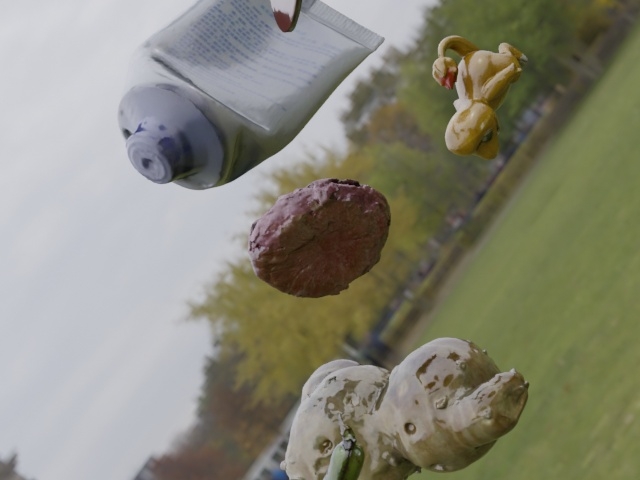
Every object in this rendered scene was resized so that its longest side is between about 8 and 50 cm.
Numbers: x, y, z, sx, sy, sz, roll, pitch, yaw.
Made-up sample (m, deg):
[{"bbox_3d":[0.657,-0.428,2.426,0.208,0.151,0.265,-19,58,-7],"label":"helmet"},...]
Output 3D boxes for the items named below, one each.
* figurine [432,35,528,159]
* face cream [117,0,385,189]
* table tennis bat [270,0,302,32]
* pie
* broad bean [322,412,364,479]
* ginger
[{"bbox_3d":[0.188,-0.186,1.938,0.121,0.122,0.176,-30,37,45],"label":"figurine"},{"bbox_3d":[-0.102,-0.209,1.860,0.420,0.234,0.137,-53,-8,-44],"label":"face cream"},{"bbox_3d":[-0.029,-0.329,1.583,0.247,0.022,0.138,101,159,-47],"label":"table tennis bat"},{"bbox_3d":[0.000,0.000,1.531,0.153,0.153,0.038,-57,33,36],"label":"pie"},{"bbox_3d":[0.008,0.254,1.522,0.227,0.039,0.069,110,164,-52],"label":"broad bean"},{"bbox_3d":[0.105,0.217,1.921,0.375,0.176,0.256,-20,19,40],"label":"ginger"}]
